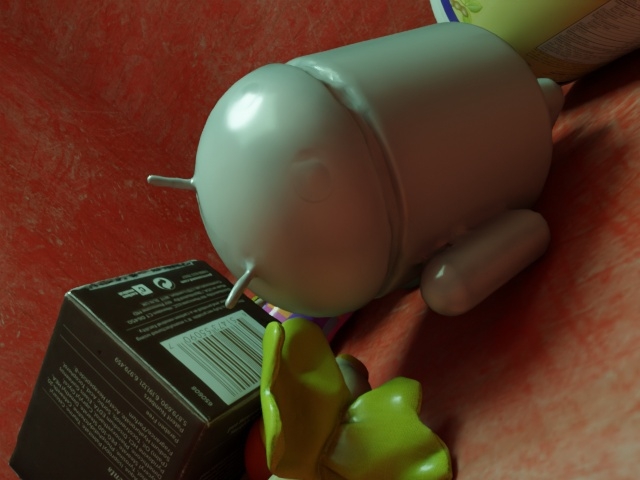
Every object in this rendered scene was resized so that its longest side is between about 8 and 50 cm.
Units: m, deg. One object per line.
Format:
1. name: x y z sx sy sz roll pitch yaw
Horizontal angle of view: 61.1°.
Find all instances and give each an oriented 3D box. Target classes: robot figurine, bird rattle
1. robot figurine: 0.048 -0.063 0.459 0.353 0.300 0.200 -23 -41 -27
2. bird rattle: -0.021 0.183 0.401 0.254 0.143 0.207 -61 -5 11

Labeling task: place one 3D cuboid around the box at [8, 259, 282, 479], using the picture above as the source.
1. box: -0.143 0.154 0.502 0.168 0.167 0.203 -15 -44 -62

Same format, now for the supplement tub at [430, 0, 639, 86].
1. supplement tub: 0.265 -0.293 0.466 0.241 0.241 0.331 -51 9 -13

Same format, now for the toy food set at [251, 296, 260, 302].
1. toy food set: -0.126 0.122 1.069 0.132 0.038 0.192 -44 -7 -7

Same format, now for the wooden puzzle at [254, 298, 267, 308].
1. wooden puzzle: -0.129 0.164 0.947 0.221 0.044 0.239 -29 -13 -49

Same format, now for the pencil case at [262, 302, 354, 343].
1. pencil case: -0.050 0.138 0.660 0.236 0.104 0.104 -54 10 -14

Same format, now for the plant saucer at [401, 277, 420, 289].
1. plant saucer: 0.145 -0.020 0.624 0.067 0.018 0.192 -36 16 54
